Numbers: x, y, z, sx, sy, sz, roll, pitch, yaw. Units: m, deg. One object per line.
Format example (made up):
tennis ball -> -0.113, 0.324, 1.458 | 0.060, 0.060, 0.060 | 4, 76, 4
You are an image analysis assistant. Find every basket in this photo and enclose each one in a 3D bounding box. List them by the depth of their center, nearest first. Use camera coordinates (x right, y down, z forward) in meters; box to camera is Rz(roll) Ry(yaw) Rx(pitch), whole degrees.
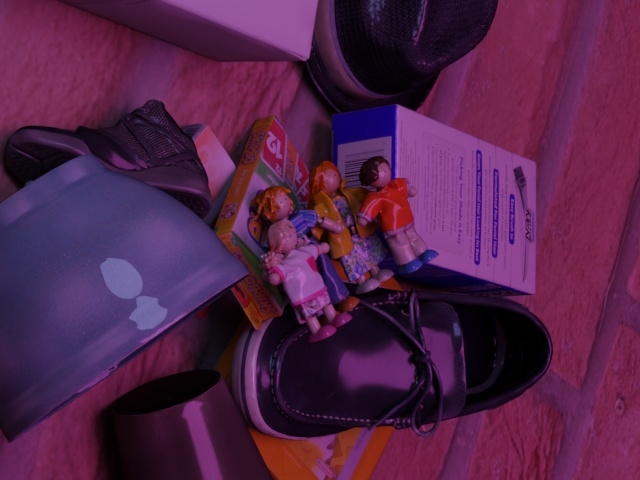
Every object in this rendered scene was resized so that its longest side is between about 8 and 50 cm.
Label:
basket -> -0.136, 0.269, 1.995 | 0.204, 0.154, 0.227 | -24, 105, -33

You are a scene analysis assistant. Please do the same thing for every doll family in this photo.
doll family -> 0.000, 0.000, 2.034 | 0.263, 0.118, 0.163 | -35, 102, -41

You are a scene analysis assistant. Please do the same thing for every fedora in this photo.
fedora -> 0.117, -0.303, 2.245 | 0.334, 0.152, 0.334 | -1, 91, -47

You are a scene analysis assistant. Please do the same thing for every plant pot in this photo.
plant pot -> -0.244, 0.038, 1.802 | 0.293, 0.293, 0.196 | -35, 90, -41

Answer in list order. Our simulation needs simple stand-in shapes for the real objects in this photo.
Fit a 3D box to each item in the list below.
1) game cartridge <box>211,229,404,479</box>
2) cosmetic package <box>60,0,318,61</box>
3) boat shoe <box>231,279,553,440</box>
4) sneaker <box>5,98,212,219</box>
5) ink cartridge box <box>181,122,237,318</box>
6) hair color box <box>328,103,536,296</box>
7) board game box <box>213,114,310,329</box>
game cartridge -> 0.006, 0.161, 2.213 | 0.285, 0.053, 0.323 | 51, 57, -35
cosmetic package -> -0.167, -0.329, 1.937 | 0.365, 0.155, 0.197 | 19, 78, -47
boat shoe -> 0.096, 0.139, 2.167 | 0.500, 0.156, 0.187 | -1, 91, -46
sneaker -> -0.229, -0.096, 1.935 | 0.227, 0.087, 0.130 | 11, 43, -22
ink cartridge box -> -0.135, -0.020, 2.062 | 0.179, 0.045, 0.145 | 54, 55, -30
hair color box -> 0.148, -0.042, 2.285 | 0.339, 0.110, 0.185 | 16, 72, -50
board game box -> -0.063, -0.023, 2.075 | 0.124, 0.039, 0.259 | 59, 31, -29
